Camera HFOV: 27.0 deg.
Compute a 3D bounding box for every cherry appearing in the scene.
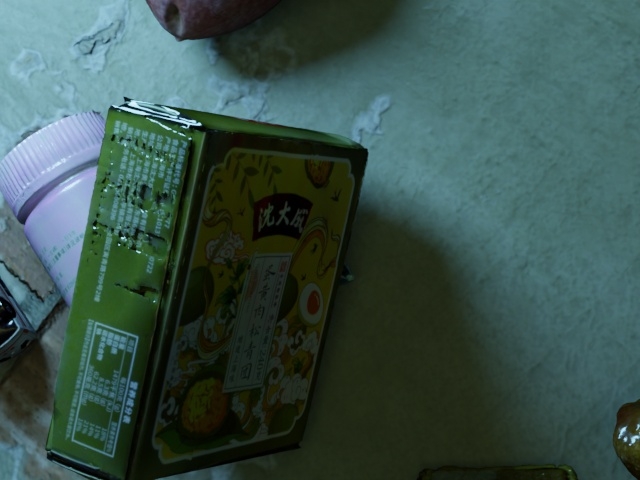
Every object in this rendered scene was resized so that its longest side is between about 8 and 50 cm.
[{"bbox_3d":[-0.131,-0.405,1.743,0.261,0.221,0.307,21,101,17],"label":"cherry"}]

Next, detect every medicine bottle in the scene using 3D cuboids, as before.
[{"bbox_3d":[-0.282,-0.005,1.743,0.178,0.178,0.290,-35,79,3],"label":"medicine bottle"}]

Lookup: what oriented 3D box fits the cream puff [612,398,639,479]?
[{"bbox_3d":[0.487,0.218,1.585,0.269,0.241,0.154,-4,100,46],"label":"cream puff"}]

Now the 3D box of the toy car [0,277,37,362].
[{"bbox_3d":[-0.470,0.068,1.801,0.089,0.108,0.209,-38,77,5],"label":"toy car"}]

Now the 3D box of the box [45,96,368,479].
[{"bbox_3d":[-0.124,0.061,1.581,0.138,0.373,0.420,17,98,30],"label":"box"}]

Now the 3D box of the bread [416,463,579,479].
[{"bbox_3d":[0.219,0.350,1.645,0.222,0.181,0.096,-3,108,7],"label":"bread"}]

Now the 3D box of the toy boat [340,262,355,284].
[{"bbox_3d":[0.000,0.000,1.763,0.061,0.060,0.137,-34,77,25],"label":"toy boat"}]
